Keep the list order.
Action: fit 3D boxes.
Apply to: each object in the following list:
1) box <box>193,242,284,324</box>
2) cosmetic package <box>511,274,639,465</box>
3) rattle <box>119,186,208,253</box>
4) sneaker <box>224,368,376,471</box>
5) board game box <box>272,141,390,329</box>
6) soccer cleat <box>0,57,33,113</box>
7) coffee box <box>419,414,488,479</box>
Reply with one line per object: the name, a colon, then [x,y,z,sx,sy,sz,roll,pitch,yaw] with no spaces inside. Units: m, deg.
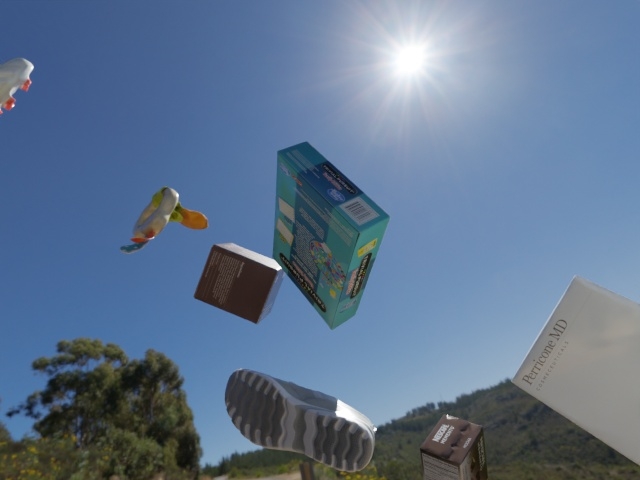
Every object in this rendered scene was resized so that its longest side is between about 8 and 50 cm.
box: [-0.230,0.119,1.191,0.203,0.167,0.168,22,3,5]
cosmetic package: [0.491,0.221,0.551,0.155,0.366,0.197,18,-80,-57]
rattle: [-0.312,-0.012,0.827,0.130,0.199,0.142,-30,-55,0]
sneaker: [-0.038,0.302,0.687,0.281,0.105,0.115,17,-5,23]
board game box: [0.000,0.000,0.867,0.079,0.254,0.336,-26,-32,-28]
soccer cleat: [-0.432,-0.161,0.473,0.196,0.068,0.076,-54,-54,-18]
coffee box: [0.378,0.672,1.114,0.119,0.297,0.168,0,14,42]
